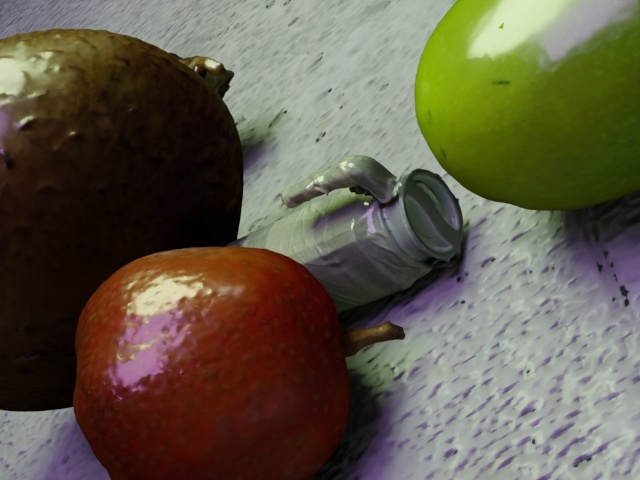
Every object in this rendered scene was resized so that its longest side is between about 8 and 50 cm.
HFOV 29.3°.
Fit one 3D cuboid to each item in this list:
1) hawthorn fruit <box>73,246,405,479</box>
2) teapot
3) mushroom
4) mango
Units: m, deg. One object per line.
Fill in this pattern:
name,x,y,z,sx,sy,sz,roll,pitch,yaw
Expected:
hawthorn fruit,-0.052,0.091,0.830,0.225,0.197,0.197,-17,40,10
teapot,0.000,0.000,0.893,0.200,0.107,0.077,-23,31,39
mushroom,-0.212,-0.052,1.010,0.331,0.334,0.356,127,142,-54
mango,0.206,-0.145,0.713,0.343,0.156,0.192,-39,32,20
